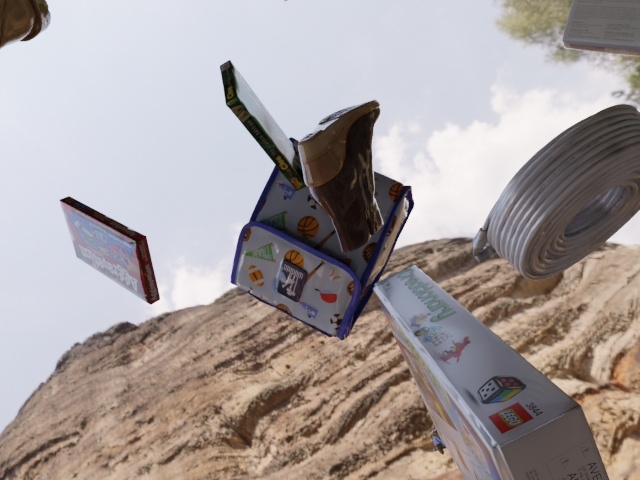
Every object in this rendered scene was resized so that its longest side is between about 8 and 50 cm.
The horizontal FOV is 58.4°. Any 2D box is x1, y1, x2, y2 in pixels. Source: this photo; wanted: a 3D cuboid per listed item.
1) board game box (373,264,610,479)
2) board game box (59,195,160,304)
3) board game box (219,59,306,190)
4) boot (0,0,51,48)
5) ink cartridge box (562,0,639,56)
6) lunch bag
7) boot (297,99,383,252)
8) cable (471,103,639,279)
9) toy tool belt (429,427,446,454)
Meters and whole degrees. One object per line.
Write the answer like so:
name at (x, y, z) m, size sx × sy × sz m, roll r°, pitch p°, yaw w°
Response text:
board game box at (0.127, 0.146, 0.441) m, size 0.053 × 0.305 × 0.193 m, roll -25°, pitch -77°, yaw -1°
board game box at (-0.426, 0.015, 1.149) m, size 0.027 × 0.281 × 0.145 m, roll -33°, pitch -48°, yaw -39°
board game box at (-0.111, -0.223, 1.142) m, size 0.030 × 0.136 × 0.260 m, roll -26°, pitch -44°, yaw 14°
boot at (-0.378, -0.243, 0.497) m, size 0.236 × 0.089 × 0.269 m, roll 58°, pitch -153°, yaw -26°
ink cartridge box at (0.410, -0.332, 0.737) m, size 0.045 × 0.145 × 0.179 m, roll 9°, pitch -82°, yaw -60°
lunch bag at (0.000, 0.000, 1.355) m, size 0.327 × 0.239 × 0.385 m, roll 26°, pitch -93°, yaw 16°
boot at (0.062, -0.120, 1.008) m, size 0.248 × 0.090 × 0.207 m, roll -45°, pitch -63°, yaw -44°
cable at (0.348, -0.057, 0.779) m, size 0.257 × 0.089 × 0.257 m, roll -21°, pitch -34°, yaw -18°
toy tool belt at (0.201, 0.326, 0.946) m, size 0.051 × 0.052 × 0.083 m, roll -10°, pitch -39°, yaw -6°
